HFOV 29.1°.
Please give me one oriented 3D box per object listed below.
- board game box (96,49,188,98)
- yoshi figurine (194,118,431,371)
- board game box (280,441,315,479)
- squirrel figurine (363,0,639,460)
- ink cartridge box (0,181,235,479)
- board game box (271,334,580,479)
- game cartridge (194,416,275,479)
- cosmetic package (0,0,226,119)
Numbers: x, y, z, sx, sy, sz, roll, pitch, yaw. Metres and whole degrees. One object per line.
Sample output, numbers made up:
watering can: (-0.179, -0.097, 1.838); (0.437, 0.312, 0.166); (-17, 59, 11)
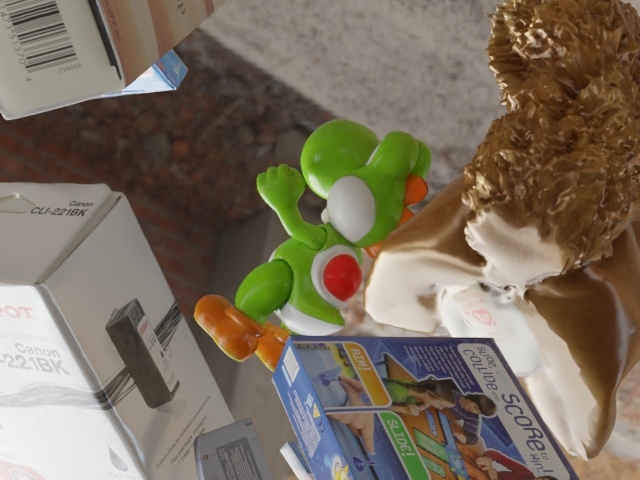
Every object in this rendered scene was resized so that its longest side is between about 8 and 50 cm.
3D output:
board game box: (-0.270, -0.249, 1.389); (0.160, 0.039, 0.211); (0, 140, 38)
yoshi figurine: (-0.008, -0.012, 1.612); (0.203, 0.362, 0.203); (38, -171, -2)
board game box: (-0.001, 0.315, 1.680); (0.090, 0.090, 0.020); (12, 124, -52)
squirrel figurine: (0.261, -0.066, 1.200); (0.281, 0.370, 0.397); (30, 147, 21)
ink cartridge box: (-0.207, 0.094, 0.985); (0.197, 0.114, 0.273); (3, 129, 32)
board game box: (0.070, 0.129, 0.629); (0.136, 0.201, 0.035); (3, 128, -27)
game cartridge: (-0.065, 0.184, 0.949); (0.056, 0.083, 0.017); (-16, 170, -30)
cosmetic package: (-0.203, -0.238, 1.141); (0.129, 0.296, 0.153); (-11, 113, 18)
